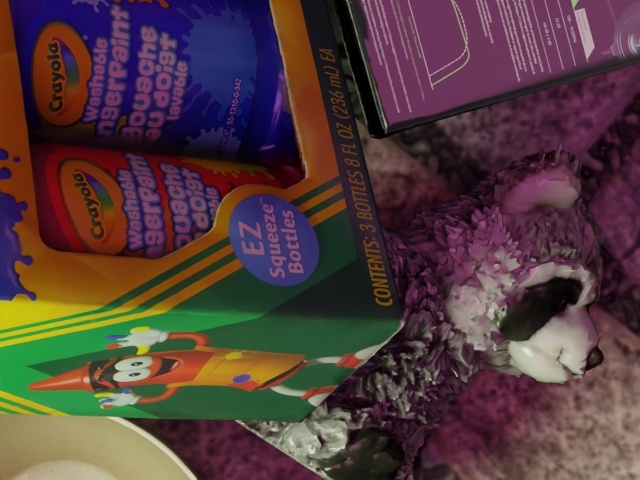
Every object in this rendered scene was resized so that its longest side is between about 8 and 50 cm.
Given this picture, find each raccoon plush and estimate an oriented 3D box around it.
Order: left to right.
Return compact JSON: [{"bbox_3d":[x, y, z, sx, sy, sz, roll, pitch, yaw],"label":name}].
[{"bbox_3d":[0.000,0.000,1.504,0.446,0.216,0.299,33,85,-2],"label":"raccoon plush"}]

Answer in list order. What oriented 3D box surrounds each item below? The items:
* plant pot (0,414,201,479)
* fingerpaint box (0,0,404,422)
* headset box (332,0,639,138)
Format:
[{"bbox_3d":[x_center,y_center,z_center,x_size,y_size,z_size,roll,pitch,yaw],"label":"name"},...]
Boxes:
[{"bbox_3d":[-0.203,0.246,1.511,0.284,0.191,0.284,0,94,0],"label":"plant pot"},{"bbox_3d":[-0.177,-0.114,1.331,0.371,0.163,0.445,5,58,-30],"label":"fingerpaint box"},{"bbox_3d":[0.158,-0.175,1.465,0.283,0.246,0.131,-16,93,-1],"label":"headset box"}]
